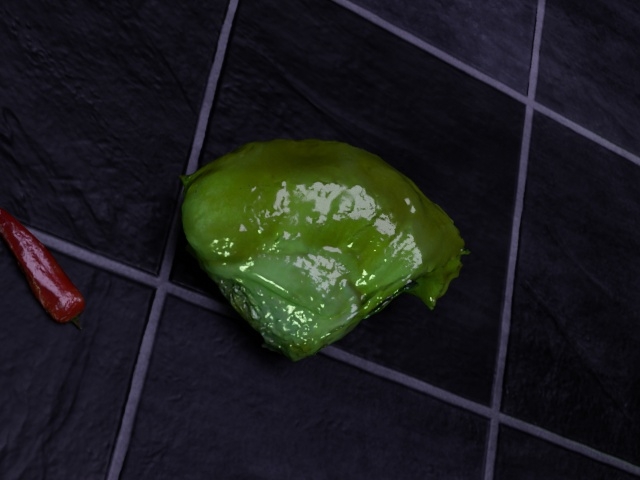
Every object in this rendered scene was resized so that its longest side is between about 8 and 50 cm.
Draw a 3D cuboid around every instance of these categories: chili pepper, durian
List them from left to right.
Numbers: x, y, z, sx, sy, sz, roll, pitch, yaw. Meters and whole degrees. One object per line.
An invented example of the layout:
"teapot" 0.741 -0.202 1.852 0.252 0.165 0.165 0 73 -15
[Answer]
"chili pepper" -0.308 0.022 1.274 0.045 0.027 0.178 -37 93 -36
"durian" 0.000 0.000 1.379 0.339 0.204 0.256 45 66 -11
